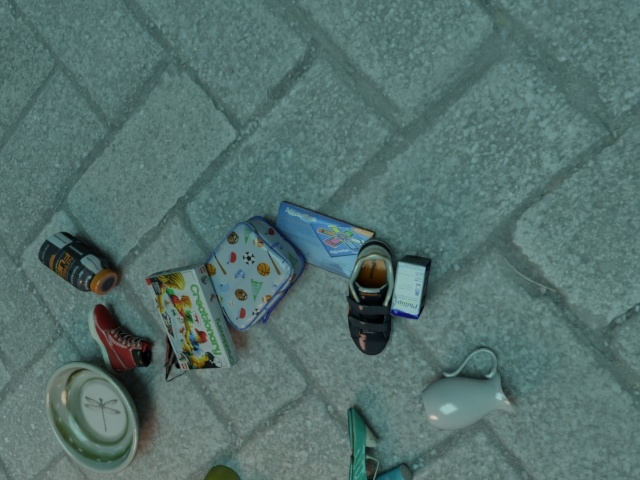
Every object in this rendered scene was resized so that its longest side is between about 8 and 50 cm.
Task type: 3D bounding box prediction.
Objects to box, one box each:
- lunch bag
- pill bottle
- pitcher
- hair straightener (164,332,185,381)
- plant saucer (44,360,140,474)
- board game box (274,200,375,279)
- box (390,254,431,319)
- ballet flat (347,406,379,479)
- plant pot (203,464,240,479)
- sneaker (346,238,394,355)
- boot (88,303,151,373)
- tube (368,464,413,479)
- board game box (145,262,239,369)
[{"bbox_3d":[-0.199,0.102,1.395,0.243,0.115,0.303,42,116,5],"label":"lunch bag"},{"bbox_3d":[-0.787,0.082,1.613,0.246,0.130,0.130,30,105,15],"label":"pill bottle"},{"bbox_3d":[0.359,0.374,1.234,0.207,0.125,0.177,-17,69,11],"label":"pitcher"},{"bbox_3d":[-0.455,0.350,1.561,0.089,0.047,0.230,17,101,18],"label":"hair straightener"},{"bbox_3d":[-0.745,0.580,1.656,0.401,0.100,0.400,4,102,22],"label":"plant saucer"},{"bbox_3d":[0.000,0.000,1.367,0.281,0.027,0.145,20,104,17],"label":"board game box"},{"bbox_3d":[0.230,0.115,1.241,0.072,0.126,0.137,10,100,17],"label":"box"},{"bbox_3d":[0.118,0.584,1.355,0.087,0.083,0.247,0,84,0],"label":"ballet flat"},{"bbox_3d":[-0.324,0.790,1.533,0.134,0.095,0.134,2,96,20],"label":"plant pot"},{"bbox_3d":[0.126,0.162,1.270,0.126,0.127,0.321,1,102,8],"label":"sneaker"},{"bbox_3d":[-0.647,0.309,1.611,0.176,0.088,0.244,-17,98,21],"label":"boot"},{"bbox_3d":[0.163,0.693,1.370,0.207,0.052,0.080,-41,71,24],"label":"tube"},{"bbox_3d":[-0.368,0.226,1.416,0.193,0.053,0.305,-12,103,28],"label":"board game box"}]
